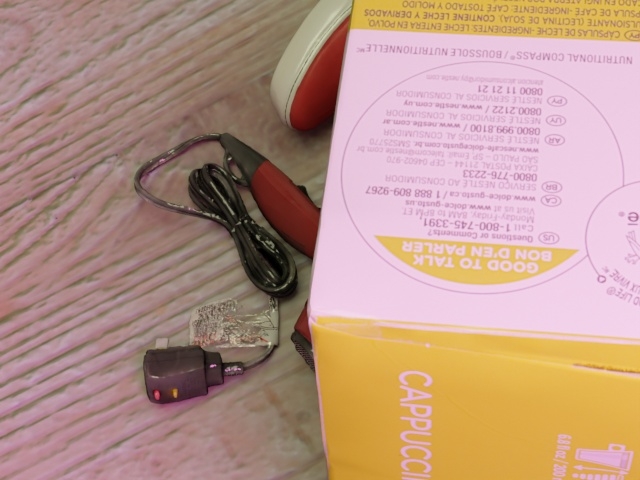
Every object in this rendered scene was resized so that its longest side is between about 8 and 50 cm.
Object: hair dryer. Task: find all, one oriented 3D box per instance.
[{"bbox_3d":[0.000,0.000,1.215,0.293,0.080,0.224,-5,67,8],"label":"hair dryer"}]

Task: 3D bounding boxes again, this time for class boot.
[{"bbox_3d":[0.096,-0.137,1.252,0.244,0.088,0.176,-42,69,-12],"label":"boot"}]

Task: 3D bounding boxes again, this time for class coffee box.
[{"bbox_3d":[0.181,0.003,0.943,0.338,0.338,0.334,4,57,6],"label":"coffee box"}]
